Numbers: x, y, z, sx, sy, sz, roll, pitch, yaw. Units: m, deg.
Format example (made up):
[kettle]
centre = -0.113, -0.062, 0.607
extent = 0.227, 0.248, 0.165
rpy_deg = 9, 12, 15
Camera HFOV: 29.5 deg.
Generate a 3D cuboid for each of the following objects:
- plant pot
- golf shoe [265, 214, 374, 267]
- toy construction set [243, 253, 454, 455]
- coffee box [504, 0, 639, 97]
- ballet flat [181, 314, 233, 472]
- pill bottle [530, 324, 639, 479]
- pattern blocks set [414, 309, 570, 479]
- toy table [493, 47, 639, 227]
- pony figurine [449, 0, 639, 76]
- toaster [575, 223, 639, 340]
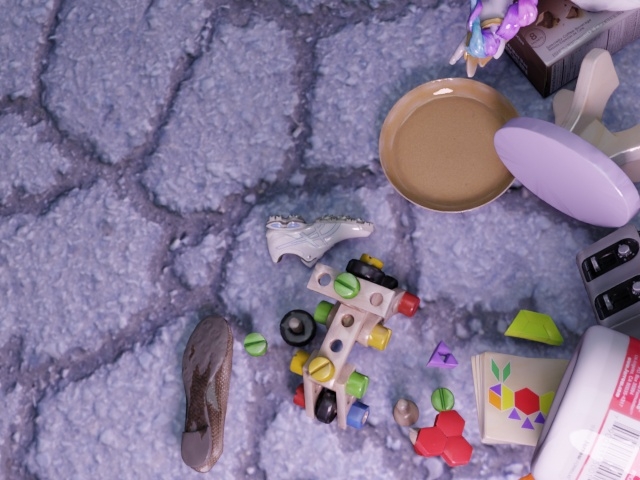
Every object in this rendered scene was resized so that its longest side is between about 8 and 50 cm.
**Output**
[plant pot]
centre = 0.213, -0.151, 1.967
extent = 0.236, 0.032, 0.236
rpy_deg = -3, 71, 8
[golf shoe]
centre = 0.000, 0.000, 1.940
extent = 0.176, 0.069, 0.086
rpy_deg = -1, 91, 11
[toy construction set]
centre = 0.062, 0.165, 1.771
extent = 0.257, 0.237, 0.309
rpy_deg = -39, 71, -6
[coffee box]
centre = 0.436, -0.390, 1.968
extent = 0.297, 0.119, 0.168
rpy_deg = -32, 69, -3
[ballet flat]
centre = -0.170, 0.237, 1.884
extent = 0.084, 0.058, 0.249
rpy_deg = -12, 62, 27
[pill bottle]
centre = 0.501, 0.286, 1.582
extent = 0.408, 0.229, 0.229
rpy_deg = 22, 76, 9
[pattern blocks set]
centre = 0.304, 0.233, 1.742
extent = 0.325, 0.026, 0.285
rpy_deg = 17, 58, -6
[toy table]
centre = 0.408, -0.142, 1.820
extent = 0.161, 0.252, 0.274
rpy_deg = -42, 49, -15
[pony figurine]
centre = 0.330, -0.451, 1.827
extent = 0.351, 0.303, 0.363
rpy_deg = -16, 66, 40
[toaster]
centre = 0.457, 0.097, 1.752
extent = 0.110, 0.185, 0.168
rpy_deg = -25, 41, 17
